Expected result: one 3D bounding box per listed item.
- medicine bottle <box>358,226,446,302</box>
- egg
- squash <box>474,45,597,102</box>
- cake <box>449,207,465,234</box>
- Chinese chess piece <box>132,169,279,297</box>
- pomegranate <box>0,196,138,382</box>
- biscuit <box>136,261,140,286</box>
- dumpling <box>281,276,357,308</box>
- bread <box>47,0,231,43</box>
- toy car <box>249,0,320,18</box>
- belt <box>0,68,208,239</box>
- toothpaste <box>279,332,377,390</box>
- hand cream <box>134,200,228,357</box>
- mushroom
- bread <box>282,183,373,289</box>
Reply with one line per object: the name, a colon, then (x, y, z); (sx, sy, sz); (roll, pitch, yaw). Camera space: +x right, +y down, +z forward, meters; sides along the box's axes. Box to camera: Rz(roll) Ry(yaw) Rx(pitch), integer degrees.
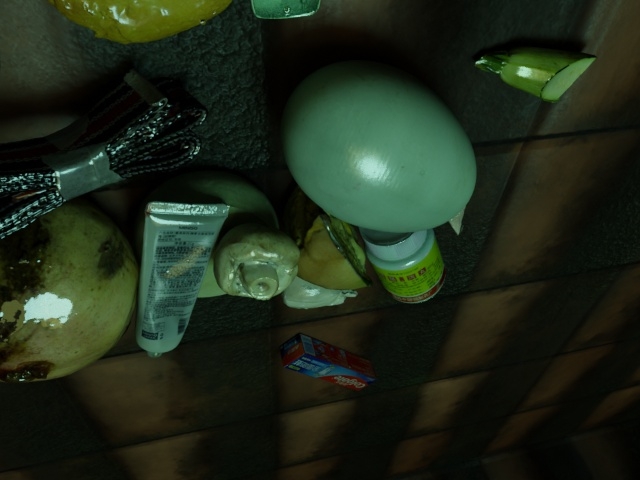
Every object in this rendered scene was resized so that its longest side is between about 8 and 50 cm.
medicine bottle: (0.165, 0.020, 1.055); (0.139, 0.139, 0.225); (-24, 141, 7)
egg: (0.100, -0.126, 0.794); (0.370, 0.230, 0.230); (20, 128, -45)
squash: (0.342, -0.268, 0.843); (0.200, 0.075, 0.090); (0, 163, -19)
cake: (0.261, -0.058, 1.074); (0.065, 0.052, 0.121); (-19, 142, -7)
Chinese chess piece: (-0.196, -0.007, 0.919); (0.250, 0.101, 0.250); (-10, 140, -9)
pomegranate: (-0.429, 0.069, 0.789); (0.321, 0.322, 0.322); (-10, 140, -9)
biscuit: (-0.338, 0.057, 1.005); (0.081, 0.018, 0.083); (-11, 139, -8)
dumpling: (-0.024, 0.090, 1.095); (0.199, 0.118, 0.136); (21, 148, -2)
bread: (-0.191, -0.321, 0.530); (0.239, 0.139, 0.240); (-10, 139, -9)
toy car: (-0.045, -0.367, 0.584); (0.090, 0.076, 0.224); (-8, 132, -10)
belt: (-0.314, -0.102, 0.667); (0.359, 0.094, 0.126); (-32, 149, -26)
toothpaste: (0.028, 0.333, 1.424); (0.076, 0.066, 0.320); (-38, 136, 23)
hand cream: (-0.249, 0.073, 0.871); (0.124, 0.078, 0.341); (1, 128, -30)
mushroom: (-0.100, 0.037, 0.843); (0.147, 0.112, 0.148); (-9, 130, -11)
bread: (-0.009, 0.000, 0.949); (0.132, 0.174, 0.252); (-19, 148, 12)
